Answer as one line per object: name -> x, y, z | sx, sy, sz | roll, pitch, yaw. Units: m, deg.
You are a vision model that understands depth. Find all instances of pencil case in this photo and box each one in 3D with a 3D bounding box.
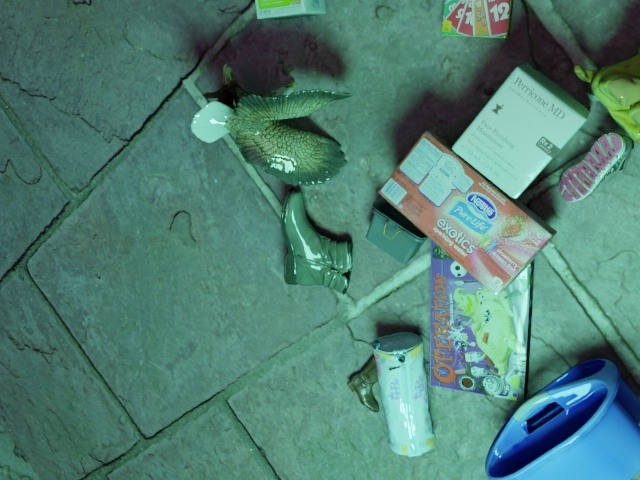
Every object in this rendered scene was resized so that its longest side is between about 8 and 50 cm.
pencil case -> 0.190, 0.343, 1.462 | 0.113, 0.124, 0.273 | -13, 106, -12

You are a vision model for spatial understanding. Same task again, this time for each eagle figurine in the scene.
eagle figurine -> -0.095, -0.257, 1.370 | 0.298, 0.226, 0.225 | 30, 97, 20

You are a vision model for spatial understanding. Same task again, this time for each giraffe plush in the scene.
giraffe plush -> 0.553, -0.275, 1.077 | 0.170, 0.210, 0.181 | -43, 122, 15

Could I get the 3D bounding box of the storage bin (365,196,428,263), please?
storage bin -> 0.161, -0.015, 1.378 | 0.135, 0.098, 0.091 | 35, 128, 18

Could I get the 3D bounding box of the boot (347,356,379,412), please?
boot -> 0.132, 0.340, 1.542 | 0.106, 0.037, 0.114 | 45, 115, 4

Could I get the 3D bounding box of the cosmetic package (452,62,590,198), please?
cosmetic package -> 0.365, -0.203, 1.183 | 0.151, 0.151, 0.184 | 40, 119, 8

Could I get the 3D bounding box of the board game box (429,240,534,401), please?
board game box -> 0.337, 0.162, 1.378 | 0.208, 0.056, 0.347 | 6, 109, 28

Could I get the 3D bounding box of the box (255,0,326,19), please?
box -> -0.068, -0.554, 1.304 | 0.114, 0.103, 0.203 | 2, 107, 25

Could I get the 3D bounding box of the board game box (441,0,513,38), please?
board game box -> 0.296, -0.507, 1.188 | 0.124, 0.039, 0.259 | 10, 108, 22

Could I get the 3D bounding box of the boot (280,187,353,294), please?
boot -> 0.000, 0.000, 1.478 | 0.161, 0.083, 0.246 | 5, 114, 17

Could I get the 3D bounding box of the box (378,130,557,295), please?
box -> 0.282, -0.056, 1.245 | 0.300, 0.142, 0.154 | 43, 109, 16

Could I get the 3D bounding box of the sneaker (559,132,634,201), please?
sneaker -> 0.509, -0.132, 1.191 | 0.063, 0.075, 0.170 | 60, 146, 27

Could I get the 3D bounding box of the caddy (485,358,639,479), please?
caddy -> 0.471, 0.374, 1.274 | 0.179, 0.241, 0.341 | 42, 119, 0
